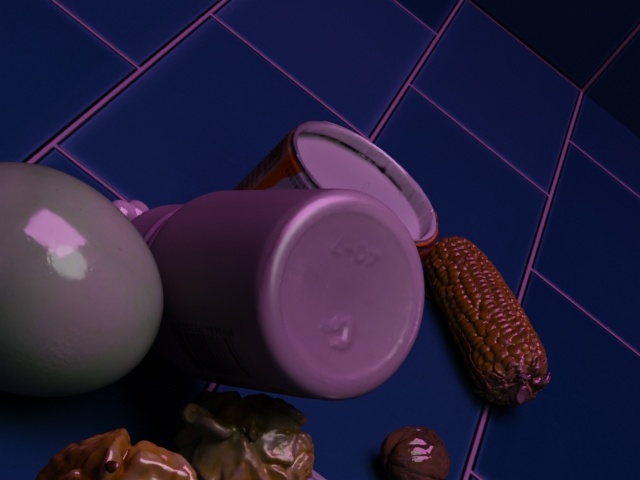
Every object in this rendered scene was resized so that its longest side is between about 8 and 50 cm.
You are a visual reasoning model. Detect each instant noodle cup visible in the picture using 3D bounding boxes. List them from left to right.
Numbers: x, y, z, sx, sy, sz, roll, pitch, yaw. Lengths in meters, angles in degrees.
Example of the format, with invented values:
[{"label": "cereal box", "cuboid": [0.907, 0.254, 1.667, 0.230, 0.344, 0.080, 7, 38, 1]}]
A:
[{"label": "instant noodle cup", "cuboid": [0.000, 0.000, 2.027, 0.296, 0.214, 0.296, 30, 27, -17]}]

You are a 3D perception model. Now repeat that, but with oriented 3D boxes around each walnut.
[{"label": "walnut", "cuboid": [0.112, 0.260, 1.918, 0.092, 0.092, 0.092, 31, 27, -18]}]

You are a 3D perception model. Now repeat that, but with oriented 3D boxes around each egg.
[{"label": "egg", "cuboid": [-0.281, 0.041, 1.582, 0.269, 0.220, 0.220, 35, 25, -30]}]

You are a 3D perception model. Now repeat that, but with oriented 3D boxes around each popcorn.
[{"label": "popcorn", "cuboid": [-0.179, 0.271, 1.421, 0.173, 0.168, 0.195, 67, 11, -50]}, {"label": "popcorn", "cuboid": [-0.077, 0.224, 1.656, 0.141, 0.162, 0.135, 2, 58, 2]}]

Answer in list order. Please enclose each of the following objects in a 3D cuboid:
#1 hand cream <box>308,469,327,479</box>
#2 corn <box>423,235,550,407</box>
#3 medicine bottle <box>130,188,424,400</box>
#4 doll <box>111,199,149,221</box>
[{"label": "hand cream", "cuboid": [-0.013, 0.302, 1.722, 0.078, 0.050, 0.205, 35, 22, -10]}, {"label": "corn", "cuboid": [0.234, 0.110, 2.285, 0.115, 0.115, 0.318, 20, 32, -35]}, {"label": "medicine bottle", "cuboid": [-0.071, 0.051, 1.692, 0.208, 0.208, 0.339, 21, -11, -34]}, {"label": "doll", "cuboid": [-0.206, 0.017, 1.903, 0.162, 0.062, 0.106, 52, 24, 24]}]
